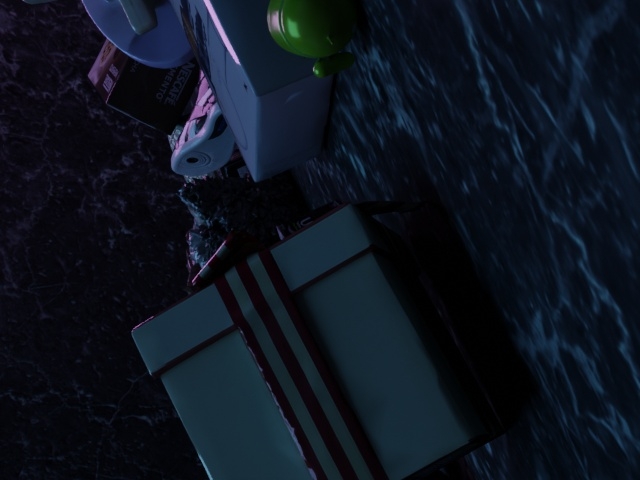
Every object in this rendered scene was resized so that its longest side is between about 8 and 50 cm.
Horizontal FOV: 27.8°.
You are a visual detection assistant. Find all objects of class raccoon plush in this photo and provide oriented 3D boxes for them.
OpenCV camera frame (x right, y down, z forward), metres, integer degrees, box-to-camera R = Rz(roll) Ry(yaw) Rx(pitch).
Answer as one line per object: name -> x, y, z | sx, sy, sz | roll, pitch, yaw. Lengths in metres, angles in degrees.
raccoon plush -> -0.021, 0.051, 1.777 | 0.446, 0.216, 0.299 | 8, 111, 46

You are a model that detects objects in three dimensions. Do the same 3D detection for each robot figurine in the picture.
robot figurine -> -0.007, -0.188, 1.091 | 0.115, 0.067, 0.101 | -144, 39, -74

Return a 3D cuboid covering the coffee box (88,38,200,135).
coffee box -> -0.283, -0.295, 2.131 | 0.118, 0.168, 0.297 | 26, -172, -21

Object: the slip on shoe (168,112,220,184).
slip on shoe -> -0.150, -0.072, 2.152 | 0.123, 0.101, 0.331 | 14, 132, 48

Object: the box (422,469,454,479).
box -> 0.070, 0.309, 1.562 | 0.261, 0.103, 0.184 | 33, 156, 21

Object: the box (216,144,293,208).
box -> -0.098, -0.066, 2.015 | 0.147, 0.077, 0.180 | -131, 19, -67

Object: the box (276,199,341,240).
box -> 0.000, 0.000, 1.535 | 0.062, 0.083, 0.052 | -123, 13, -51

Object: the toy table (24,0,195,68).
toy table -> -0.259, -0.367, 1.690 | 0.274, 0.252, 0.161 | 52, -175, 13

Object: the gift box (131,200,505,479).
gift box -> 0.019, 0.106, 1.172 | 0.258, 0.276, 0.255 | 60, -176, 13

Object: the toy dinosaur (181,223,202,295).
toy dinosaur -> -0.165, 0.053, 2.023 | 0.118, 0.064, 0.268 | 30, -162, -14

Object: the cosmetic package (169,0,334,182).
cosmetic package -> -0.108, -0.281, 1.398 | 0.284, 0.097, 0.377 | 107, 139, -74

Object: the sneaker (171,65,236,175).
sneaker -> -0.158, -0.189, 1.885 | 0.217, 0.079, 0.121 | -42, 46, 52
